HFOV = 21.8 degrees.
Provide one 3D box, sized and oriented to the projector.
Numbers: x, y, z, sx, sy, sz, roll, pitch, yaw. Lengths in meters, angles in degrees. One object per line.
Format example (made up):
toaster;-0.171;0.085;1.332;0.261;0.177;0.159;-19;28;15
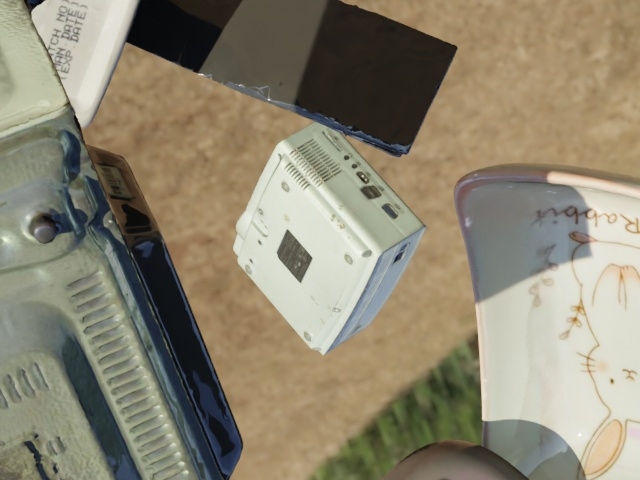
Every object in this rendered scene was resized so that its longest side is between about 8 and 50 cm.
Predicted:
projector;0.000;0.000;1.191;0.061;0.115;0.147;-30;161;-31

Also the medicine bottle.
medicine bottle;-0.177;-0.150;0.896;0.088;0.188;0.132;13;102;-38

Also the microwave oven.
microwave oven;-0.125;0.041;0.566;0.163;0.129;0.205;-23;127;-5

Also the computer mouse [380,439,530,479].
computer mouse;0.039;0.203;0.833;0.232;0.120;0.057;-48;-179;-31

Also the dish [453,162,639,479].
dish;0.156;0.055;0.850;0.151;0.212;0.077;13;-148;35

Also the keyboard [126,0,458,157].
keyboard;-0.025;-0.112;0.939;0.074;0.197;0.015;-62;165;-16
